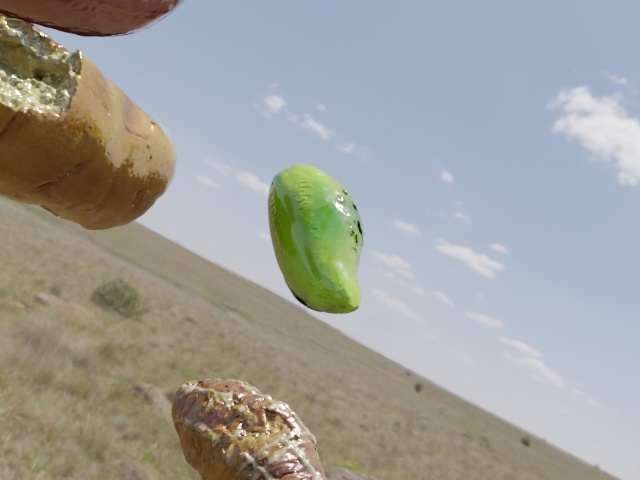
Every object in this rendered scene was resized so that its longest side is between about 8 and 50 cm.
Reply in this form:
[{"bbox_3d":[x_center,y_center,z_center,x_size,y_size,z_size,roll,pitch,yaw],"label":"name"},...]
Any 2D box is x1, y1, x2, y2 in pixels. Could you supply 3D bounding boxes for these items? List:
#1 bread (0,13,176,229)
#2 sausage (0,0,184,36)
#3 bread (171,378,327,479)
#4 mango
[{"bbox_3d":[-0.320,-0.127,0.891,0.148,0.195,0.344,33,-2,20],"label":"bread"},{"bbox_3d":[-0.197,-0.228,0.484,0.152,0.152,0.279,24,12,29],"label":"sausage"},{"bbox_3d":[-0.052,0.193,0.627,0.105,0.076,0.233,-17,49,-39],"label":"bread"},{"bbox_3d":[0.000,0.000,0.907,0.111,0.125,0.233,101,-27,-50],"label":"mango"}]
